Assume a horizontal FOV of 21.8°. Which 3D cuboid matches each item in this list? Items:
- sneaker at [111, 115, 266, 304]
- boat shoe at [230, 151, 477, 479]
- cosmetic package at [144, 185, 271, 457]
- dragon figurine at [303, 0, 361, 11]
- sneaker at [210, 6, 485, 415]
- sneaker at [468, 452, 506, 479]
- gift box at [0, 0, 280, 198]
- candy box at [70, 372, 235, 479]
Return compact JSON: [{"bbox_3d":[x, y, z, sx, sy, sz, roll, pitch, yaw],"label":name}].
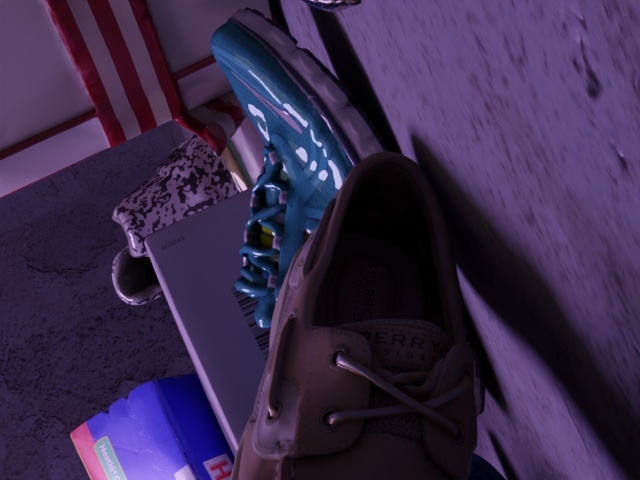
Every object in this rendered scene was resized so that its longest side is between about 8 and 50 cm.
[{"bbox_3d":[-0.093,-0.009,1.394,0.158,0.182,0.410,63,175,15],"label":"sneaker"},{"bbox_3d":[0.022,0.076,0.765,0.302,0.109,0.098,-85,10,-50],"label":"boat shoe"},{"bbox_3d":[-0.001,0.112,1.221,0.365,0.155,0.197,76,168,-69],"label":"cosmetic package"},{"bbox_3d":[-0.094,-0.200,0.677,0.085,0.144,0.289,-36,67,40],"label":"dragon figurine"},{"bbox_3d":[0.000,0.000,0.945,0.107,0.110,0.275,-160,45,-82],"label":"sneaker"},{"bbox_3d":[0.115,0.239,1.086,0.232,0.081,0.090,65,169,-5],"label":"sneaker"},{"bbox_3d":[-0.176,-0.178,1.065,0.258,0.255,0.276,80,167,-63],"label":"gift box"},{"bbox_3d":[-0.033,0.246,1.495,0.317,0.122,0.268,-1,-120,-56],"label":"candy box"}]
